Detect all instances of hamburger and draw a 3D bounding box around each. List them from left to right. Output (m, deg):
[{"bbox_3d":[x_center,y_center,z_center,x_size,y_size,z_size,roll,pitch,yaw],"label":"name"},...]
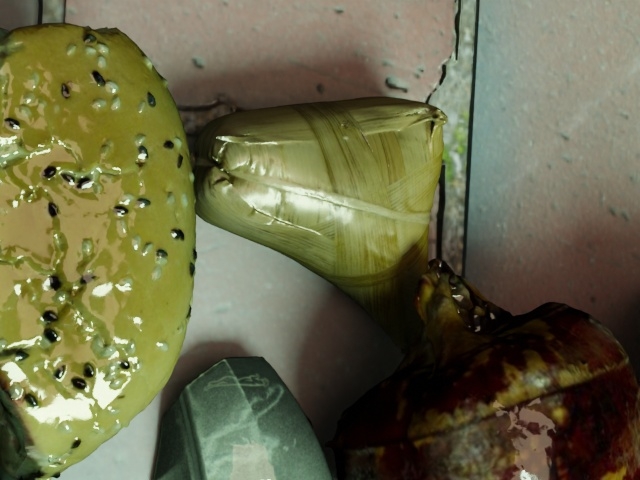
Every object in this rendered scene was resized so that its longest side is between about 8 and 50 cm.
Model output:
[{"bbox_3d":[-0.170,-0.006,0.898,0.192,0.167,0.288,-21,100,-24],"label":"hamburger"}]

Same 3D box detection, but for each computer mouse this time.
[{"bbox_3d":[-0.038,0.192,1.024,0.126,0.071,0.231,-16,98,-27],"label":"computer mouse"}]

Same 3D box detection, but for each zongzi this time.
[{"bbox_3d":[0.000,0.000,1.039,0.194,0.099,0.198,-5,103,-26],"label":"zongzi"}]

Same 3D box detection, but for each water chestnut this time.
[{"bbox_3d":[0.115,0.128,1.022,0.223,0.223,0.238,-24,86,-26],"label":"water chestnut"}]
